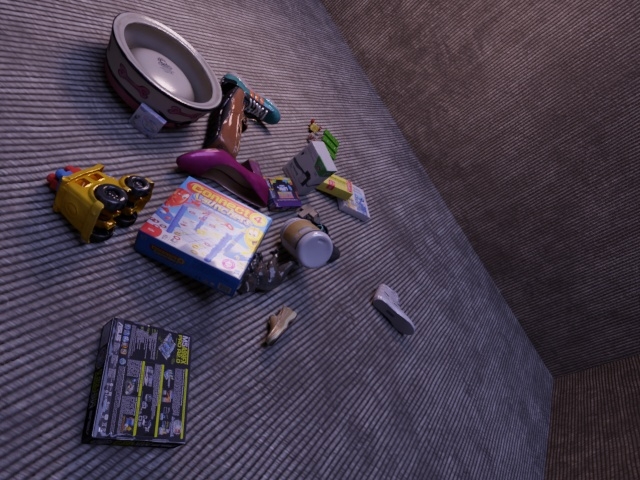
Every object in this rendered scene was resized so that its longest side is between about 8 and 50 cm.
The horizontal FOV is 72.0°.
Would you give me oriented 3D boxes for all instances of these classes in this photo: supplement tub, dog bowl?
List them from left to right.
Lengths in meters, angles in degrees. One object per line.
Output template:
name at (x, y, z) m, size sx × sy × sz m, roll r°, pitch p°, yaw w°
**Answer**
dog bowl at (-0.549, -0.569, 1.524) m, size 0.408 × 0.150 × 0.408 m, roll 35°, pitch 34°, yaw -29°
supplement tub at (-0.059, 0.004, 1.641) m, size 0.144 × 0.144 × 0.199 m, roll 29°, pitch 6°, yaw -36°

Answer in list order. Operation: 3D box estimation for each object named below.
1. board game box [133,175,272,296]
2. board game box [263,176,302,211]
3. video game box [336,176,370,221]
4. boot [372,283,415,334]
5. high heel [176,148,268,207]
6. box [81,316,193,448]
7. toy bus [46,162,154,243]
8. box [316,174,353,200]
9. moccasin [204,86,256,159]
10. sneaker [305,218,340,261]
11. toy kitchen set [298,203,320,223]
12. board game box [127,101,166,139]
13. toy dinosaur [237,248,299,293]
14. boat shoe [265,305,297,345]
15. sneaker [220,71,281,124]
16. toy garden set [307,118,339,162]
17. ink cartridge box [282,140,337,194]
board game box at (-0.336, -0.022, 1.329) m, size 0.308 × 0.086 × 0.302 m, roll 27°, pitch 39°, yaw -6°
board game box at (-0.167, -0.191, 1.818) m, size 0.170 × 0.048 × 0.141 m, roll -9°, pitch 69°, yaw -55°
video game box at (0.161, -0.210, 2.260) m, size 0.205 × 0.048 × 0.187 m, roll 21°, pitch 45°, yaw -42°
boot at (0.350, 0.310, 2.022) m, size 0.258 × 0.095 × 0.123 m, roll 47°, pitch 41°, yaw -14°
high heel at (-0.329, -0.213, 1.566) m, size 0.377 × 0.127 × 0.182 m, roll -3°, pitch 72°, yaw -49°
box at (-0.418, 0.337, 1.041) m, size 0.216 × 0.060 × 0.270 m, roll 26°, pitch 44°, yaw -39°
toy bus at (-0.587, -0.128, 1.158) m, size 0.211 × 0.149 × 0.220 m, roll 38°, pitch 32°, yaw 0°
box at (0.045, -0.273, 2.110) m, size 0.232 × 0.058 × 0.087 m, roll 20°, pitch 47°, yaw -27°
moccasin at (-0.345, -0.462, 1.733) m, size 0.147 × 0.139 × 0.380 m, roll 37°, pitch 35°, yaw -38°
sneaker at (0.000, 0.000, 1.824) m, size 0.267 × 0.106 × 0.101 m, roll 34°, pitch 38°, yaw -34°
toy kitchen set at (-0.055, -0.099, 1.910) m, size 0.068 × 0.075 × 0.083 m, roll -36°, pitch 54°, yaw -22°
board game box at (-0.562, -0.386, 1.429) m, size 0.090 × 0.090 × 0.020 m, roll 40°, pitch 37°, yaw -26°
toy dinosaur at (-0.201, 0.109, 1.492) m, size 0.313 × 0.120 × 0.161 m, roll 12°, pitch 66°, yaw -53°
boat shoe at (-0.144, 0.276, 1.454) m, size 0.072 × 0.068 × 0.190 m, roll 43°, pitch 24°, yaw 1°
sneaker at (-0.312, -0.601, 1.928) m, size 0.302 × 0.108 × 0.121 m, roll 36°, pitch 39°, yaw -16°
toy garden set at (0.000, -0.508, 2.302) m, size 0.204 × 0.049 × 0.244 m, roll 43°, pitch 36°, yaw -24°
ink cartridge box at (-0.049, -0.312, 1.926) m, size 0.086 × 0.208 × 0.153 m, roll -13°, pitch 72°, yaw -52°
